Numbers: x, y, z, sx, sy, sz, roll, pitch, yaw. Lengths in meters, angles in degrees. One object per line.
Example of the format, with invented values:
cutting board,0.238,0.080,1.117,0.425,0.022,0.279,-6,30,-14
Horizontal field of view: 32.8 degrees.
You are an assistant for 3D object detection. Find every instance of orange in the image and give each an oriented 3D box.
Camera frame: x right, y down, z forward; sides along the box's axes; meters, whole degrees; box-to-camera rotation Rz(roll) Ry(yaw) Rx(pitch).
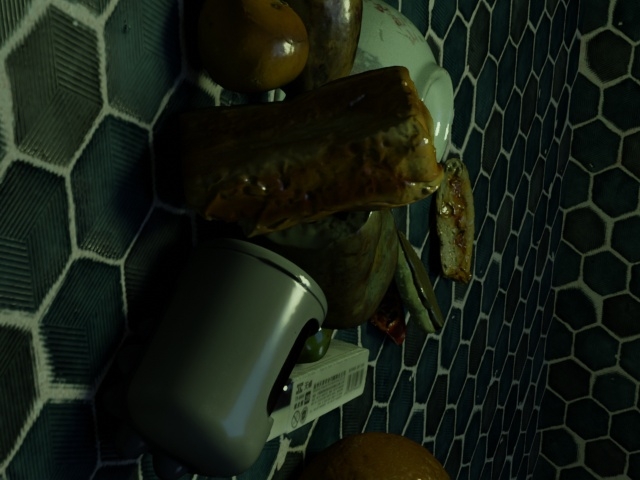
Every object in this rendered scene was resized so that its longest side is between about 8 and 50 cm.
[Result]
orange,-0.093,-0.264,1.432,0.134,0.156,0.156,-41,171,26
orange,0.086,0.534,2.005,0.357,0.322,0.322,-56,149,-25

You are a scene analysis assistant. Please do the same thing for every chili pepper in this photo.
chili pepper,0.154,0.180,2.300,0.169,0.065,0.088,63,44,-59

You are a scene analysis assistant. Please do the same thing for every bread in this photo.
bread,-0.015,-0.109,1.426,0.149,0.344,0.195,76,3,-46
bread,0.196,0.098,2.247,0.286,0.056,0.207,50,21,-58

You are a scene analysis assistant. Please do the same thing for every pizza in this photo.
pizza,0.315,-0.028,2.540,0.182,0.074,0.365,-60,151,-54

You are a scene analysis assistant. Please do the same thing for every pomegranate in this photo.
pomegranate,-0.040,0.160,1.777,0.142,0.114,0.114,-60,152,-56

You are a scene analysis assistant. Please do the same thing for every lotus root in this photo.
lotus root,0.000,0.000,1.636,0.346,0.250,0.250,66,42,-61
lotus root,-0.014,-0.305,1.565,0.169,0.141,0.314,-116,-153,-58

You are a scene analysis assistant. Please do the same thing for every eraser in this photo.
eraser,-0.040,0.249,1.851,0.404,0.096,0.098,-8,109,-64

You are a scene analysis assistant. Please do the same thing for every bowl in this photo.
bowl,0.104,-0.212,1.833,0.435,0.196,0.435,-43,139,-53

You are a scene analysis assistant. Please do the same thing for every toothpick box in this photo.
toothpick box,-0.150,0.169,1.449,0.316,0.229,0.229,-64,153,-26
